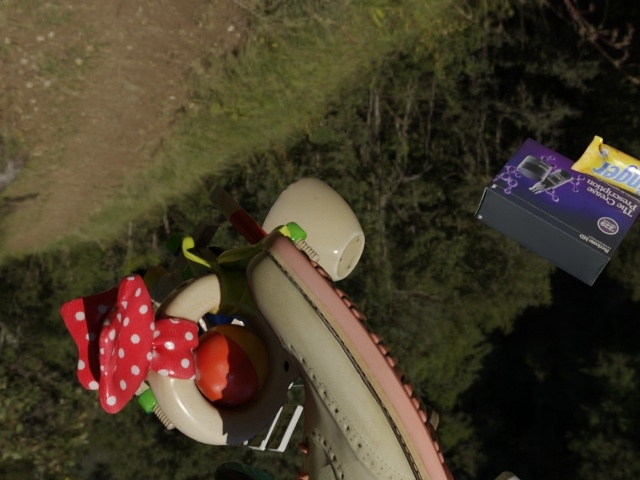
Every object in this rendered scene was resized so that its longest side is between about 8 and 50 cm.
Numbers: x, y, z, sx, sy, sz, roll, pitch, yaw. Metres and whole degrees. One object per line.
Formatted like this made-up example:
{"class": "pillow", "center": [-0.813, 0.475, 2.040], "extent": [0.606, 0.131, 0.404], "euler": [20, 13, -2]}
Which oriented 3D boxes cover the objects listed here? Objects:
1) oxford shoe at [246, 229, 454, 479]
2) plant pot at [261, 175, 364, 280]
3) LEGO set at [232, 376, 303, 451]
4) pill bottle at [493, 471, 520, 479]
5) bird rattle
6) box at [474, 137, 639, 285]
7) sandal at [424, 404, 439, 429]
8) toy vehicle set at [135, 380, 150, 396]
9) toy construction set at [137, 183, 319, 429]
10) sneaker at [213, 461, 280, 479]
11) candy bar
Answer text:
{"class": "oxford shoe", "center": [0.026, 0.178, 0.511], "extent": [0.147, 0.396, 0.140], "euler": [-30, 164, 4]}
{"class": "plant pot", "center": [0.000, 0.000, 1.800], "extent": [0.191, 0.284, 0.284], "euler": [27, 180, 23]}
{"class": "LEGO set", "center": [-0.046, 0.247, 1.198], "extent": [0.060, 0.244, 0.182], "euler": [35, 152, -19]}
{"class": "pill bottle", "center": [0.405, 0.650, 1.277], "extent": [0.229, 0.407, 0.229], "euler": [-35, 157, -18]}
{"class": "bird rattle", "center": [-0.103, 0.096, 0.668], "extent": [0.143, 0.206, 0.253], "euler": [-23, -167, 33]}
{"class": "box", "center": [0.469, -0.062, 1.385], "extent": [0.261, 0.184, 0.103], "euler": [33, 151, 19]}
{"class": "sandal", "center": [0.055, 0.248, 0.938], "extent": [0.219, 0.090, 0.060], "euler": [-9, 133, 43]}
{"class": "toy vehicle set", "center": [-0.439, 0.283, 1.658], "extent": [0.035, 0.165, 0.267], "euler": [-21, 160, -10]}
{"class": "toy construction set", "center": [-0.154, 0.044, 0.973], "extent": [0.258, 0.237, 0.308], "euler": [-24, 151, -42]}
{"class": "sneaker", "center": [-0.084, 0.432, 1.121], "extent": [0.224, 0.098, 0.083], "euler": [30, 180, -24]}
{"class": "candy bar", "center": [0.335, -0.056, 0.711], "extent": [0.162, 0.040, 0.018], "euler": [24, -153, -4]}
